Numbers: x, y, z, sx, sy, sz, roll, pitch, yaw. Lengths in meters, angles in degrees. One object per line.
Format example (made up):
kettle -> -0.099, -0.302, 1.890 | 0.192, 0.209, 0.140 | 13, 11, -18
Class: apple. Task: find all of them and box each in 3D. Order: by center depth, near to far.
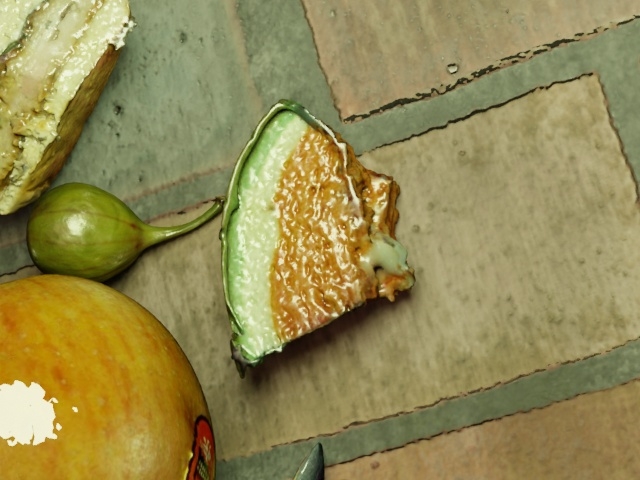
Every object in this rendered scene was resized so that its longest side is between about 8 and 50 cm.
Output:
apple -> -0.299, 0.213, 1.000 | 0.400, 0.400, 0.333 | -14, 59, 12

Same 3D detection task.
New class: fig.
fig -> -0.223, -0.016, 1.146 | 0.236, 0.124, 0.124 | -9, 84, -11

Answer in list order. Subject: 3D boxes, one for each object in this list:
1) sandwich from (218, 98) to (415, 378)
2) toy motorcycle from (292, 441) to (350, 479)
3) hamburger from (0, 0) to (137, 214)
sandwich -> -0.011, -0.010, 1.084 | 0.212, 0.109, 0.292 | -10, 87, 6
toy motorcycle -> -0.029, 0.385, 1.061 | 0.173, 0.108, 0.307 | 31, 91, 18
hamburger -> -0.333, -0.171, 1.125 | 0.155, 0.245, 0.282 | 32, 64, -1
